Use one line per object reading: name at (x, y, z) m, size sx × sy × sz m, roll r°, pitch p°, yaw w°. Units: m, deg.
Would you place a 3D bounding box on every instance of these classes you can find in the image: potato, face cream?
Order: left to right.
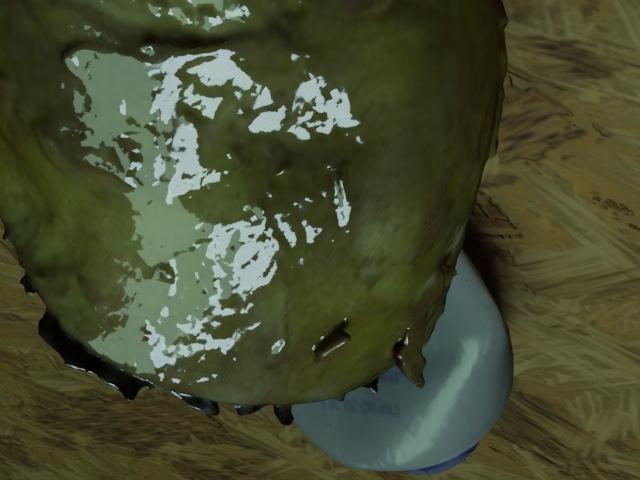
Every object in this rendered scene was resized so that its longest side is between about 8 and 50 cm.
potato at (-0.021, -0.094, 0.877) m, size 0.289 × 0.301 × 0.237 m, roll -7°, pitch 147°, yaw -44°
face cream at (0.000, 0.000, 1.211) m, size 0.235 × 0.137 × 0.420 m, roll 3°, pitch 138°, yaw 37°
